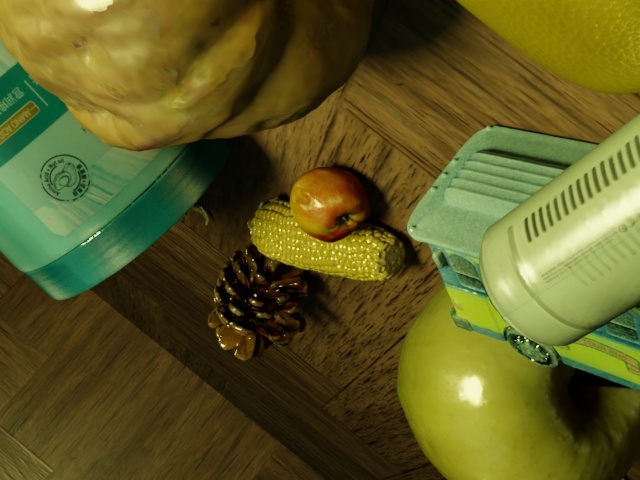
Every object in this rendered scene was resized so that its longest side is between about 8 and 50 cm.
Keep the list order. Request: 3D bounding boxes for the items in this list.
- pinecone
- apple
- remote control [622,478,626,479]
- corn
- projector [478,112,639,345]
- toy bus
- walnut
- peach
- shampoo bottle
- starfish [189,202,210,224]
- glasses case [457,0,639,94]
[{"bbox_3d":[-0.097,0.095,1.459,0.150,0.179,0.195,18,127,17],"label":"pinecone"},{"bbox_3d":[0.220,0.191,1.044,0.295,0.233,0.258,48,153,-18],"label":"apple"},{"bbox_3d":[0.412,0.355,1.316,0.221,0.042,0.078,46,159,-17],"label":"remote control"},{"bbox_3d":[0.003,0.001,1.222,0.091,0.091,0.260,10,-176,-45],"label":"corn"},{"bbox_3d":[0.241,-0.049,0.536,0.108,0.108,0.337,42,134,-5],"label":"projector"},{"bbox_3d":[0.253,0.026,0.778,0.312,0.152,0.190,19,152,41],"label":"toy bus"},{"bbox_3d":[-0.127,-0.221,0.734,0.344,0.306,0.306,3,139,46],"label":"walnut"},{"bbox_3d":[0.009,-0.049,1.109,0.101,0.100,0.100,33,158,16],"label":"peach"},{"bbox_3d":[-0.353,-0.155,1.166,0.342,0.331,0.331,50,156,-21],"label":"shampoo bottle"},{"bbox_3d":[-0.278,-0.099,1.554,0.208,0.053,0.176,39,150,-15],"label":"starfish"},{"bbox_3d":[0.095,-0.240,0.524,0.371,0.141,0.173,40,158,-3],"label":"glasses case"}]
